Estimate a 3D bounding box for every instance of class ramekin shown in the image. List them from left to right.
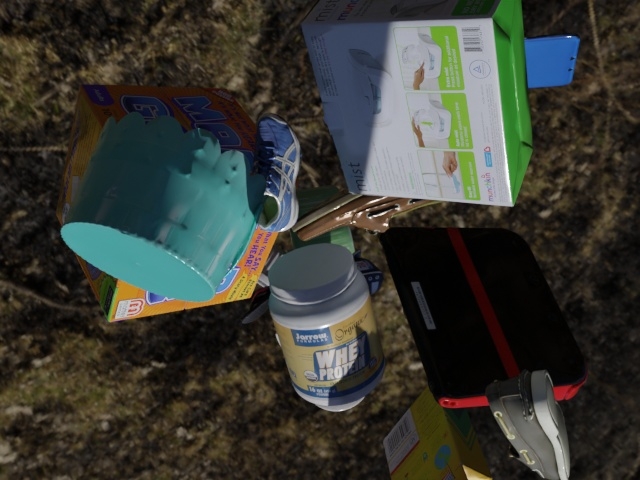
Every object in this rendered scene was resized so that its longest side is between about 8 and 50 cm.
[{"bbox_3d":[-0.156,0.069,2.140,0.109,0.207,0.207,-55,146,-8],"label":"ramekin"},{"bbox_3d":[0.000,0.000,1.942,0.148,0.303,0.303,-12,140,-2],"label":"ramekin"}]

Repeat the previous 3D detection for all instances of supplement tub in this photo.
[{"bbox_3d":[0.008,0.120,1.061,0.144,0.144,0.200,-27,120,-22],"label":"supplement tub"}]

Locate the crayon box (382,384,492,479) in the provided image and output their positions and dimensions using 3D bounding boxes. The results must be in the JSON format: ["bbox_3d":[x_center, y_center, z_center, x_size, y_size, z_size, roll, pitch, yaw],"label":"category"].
[{"bbox_3d":[0.232,0.460,1.496,0.081,0.318,0.202,29,111,-16],"label":"crayon box"}]

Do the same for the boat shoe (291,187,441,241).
[{"bbox_3d":[0.094,-0.058,1.341,0.307,0.104,0.111,-26,-169,17],"label":"boat shoe"}]

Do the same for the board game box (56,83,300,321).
[{"bbox_3d":[-0.329,-0.094,1.628,0.356,0.356,0.356,-8,137,-38],"label":"board game box"}]

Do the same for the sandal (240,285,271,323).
[{"bbox_3d":[-0.136,0.136,1.840,0.179,0.040,0.067,-46,164,-10],"label":"sandal"}]

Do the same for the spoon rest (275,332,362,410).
[{"bbox_3d":[-0.002,0.307,1.753,0.137,0.276,0.084,-28,135,-26],"label":"spoon rest"}]

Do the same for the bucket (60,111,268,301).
[{"bbox_3d":[-0.235,-0.039,1.105,0.183,0.281,0.281,-69,152,-23],"label":"bucket"}]

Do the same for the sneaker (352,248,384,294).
[{"bbox_3d":[0.032,0.065,1.503,0.153,0.099,0.282,-38,147,-2],"label":"sneaker"}]

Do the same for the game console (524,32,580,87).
[{"bbox_3d":[0.463,-0.475,1.760,0.173,0.250,0.293,-32,164,7],"label":"game console"}]

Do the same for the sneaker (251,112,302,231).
[{"bbox_3d":[-0.080,-0.114,1.277,0.081,0.080,0.211,-31,117,-63],"label":"sneaker"}]

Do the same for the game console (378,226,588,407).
[{"bbox_3d":[0.309,0.133,1.421,0.342,0.386,0.060,-1,142,-21],"label":"game console"}]

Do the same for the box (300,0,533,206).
[{"bbox_3d":[0.127,-0.182,0.914,0.127,0.231,0.262,-60,144,-37],"label":"box"}]

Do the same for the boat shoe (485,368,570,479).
[{"bbox_3d":[0.334,0.298,1.163,0.091,0.109,0.305,-10,139,21],"label":"boat shoe"}]
